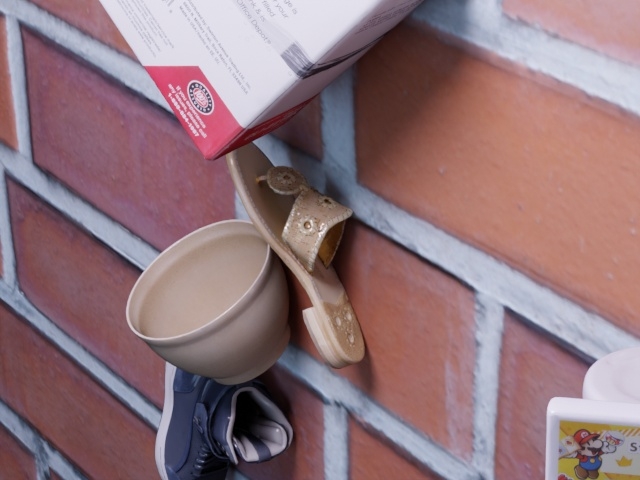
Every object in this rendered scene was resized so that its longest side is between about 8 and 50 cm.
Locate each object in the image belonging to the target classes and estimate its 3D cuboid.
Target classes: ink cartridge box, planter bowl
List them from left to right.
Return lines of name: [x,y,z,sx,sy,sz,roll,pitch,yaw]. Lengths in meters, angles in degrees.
planter bowl: [-0.096,0.074,1.702,0.162,0.162,0.109,19,148,51]
ink cartridge box: [-0.042,-0.223,1.405,0.197,0.114,0.273,56,136,4]

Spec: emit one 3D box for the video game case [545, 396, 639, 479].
video game case: [0.271,0.210,1.208,0.227,0.026,0.206,4,117,12]

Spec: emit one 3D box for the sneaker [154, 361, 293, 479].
sneaker: [-0.104,0.225,1.844,0.163,0.086,0.226,36,134,45]

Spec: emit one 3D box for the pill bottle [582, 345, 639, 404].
pill bottle: [0.247,0.186,1.279,0.108,0.108,0.194,28,130,46]

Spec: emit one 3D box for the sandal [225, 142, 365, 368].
sandal: [0.002,-0.002,1.592,0.079,0.088,0.240,-22,97,27]
